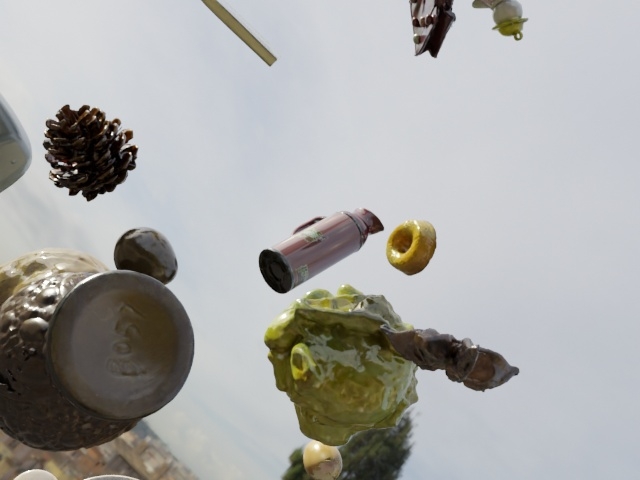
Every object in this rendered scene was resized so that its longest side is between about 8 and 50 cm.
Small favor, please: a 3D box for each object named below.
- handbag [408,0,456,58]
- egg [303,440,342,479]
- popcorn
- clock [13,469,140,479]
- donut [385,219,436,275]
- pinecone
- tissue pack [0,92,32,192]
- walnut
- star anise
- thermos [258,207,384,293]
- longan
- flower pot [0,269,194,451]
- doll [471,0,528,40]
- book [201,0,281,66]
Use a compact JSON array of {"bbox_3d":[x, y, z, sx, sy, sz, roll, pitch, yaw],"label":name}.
[{"bbox_3d":[0.283,-0.599,1.802,0.216,0.074,0.203,106,-17,-73],"label":"handbag"},{"bbox_3d":[0.002,0.461,1.481,0.080,0.080,0.096,55,-8,-23],"label":"egg"},{"bbox_3d":[0.042,0.225,1.369,0.312,0.312,0.312,39,-21,18],"label":"popcorn"},{"bbox_3d":[-0.205,0.306,0.659,0.229,0.155,0.063,38,-34,6],"label":"clock"},{"bbox_3d":[0.221,0.015,1.752,0.058,0.152,0.152,17,-4,-32],"label":"donut"},{"bbox_3d":[-0.397,-0.154,1.203,0.173,0.173,0.173,39,-21,18],"label":"pinecone"},{"bbox_3d":[-0.725,-0.241,1.330,0.236,0.229,0.333,44,-11,41],"label":"tissue pack"},{"bbox_3d":[-0.630,0.205,1.628,0.383,0.383,0.383,39,-21,18],"label":"walnut"},{"bbox_3d":[0.174,0.165,0.994,0.172,0.063,0.208,11,-12,33],"label":"star anise"},{"bbox_3d":[0.005,0.007,1.664,0.136,0.330,0.109,-7,-73,51],"label":"thermos"},{"bbox_3d":[-0.276,0.029,1.124,0.113,0.092,0.113,37,-7,5],"label":"longan"},{"bbox_3d":[-0.318,0.161,0.983,0.266,0.266,0.267,51,-36,-14],"label":"flower pot"},{"bbox_3d":[0.364,-0.499,1.435,0.129,0.081,0.207,-33,-104,52],"label":"doll"},{"bbox_3d":[-0.167,-0.455,1.509,0.202,0.027,0.264,42,11,-11],"label":"book"}]
